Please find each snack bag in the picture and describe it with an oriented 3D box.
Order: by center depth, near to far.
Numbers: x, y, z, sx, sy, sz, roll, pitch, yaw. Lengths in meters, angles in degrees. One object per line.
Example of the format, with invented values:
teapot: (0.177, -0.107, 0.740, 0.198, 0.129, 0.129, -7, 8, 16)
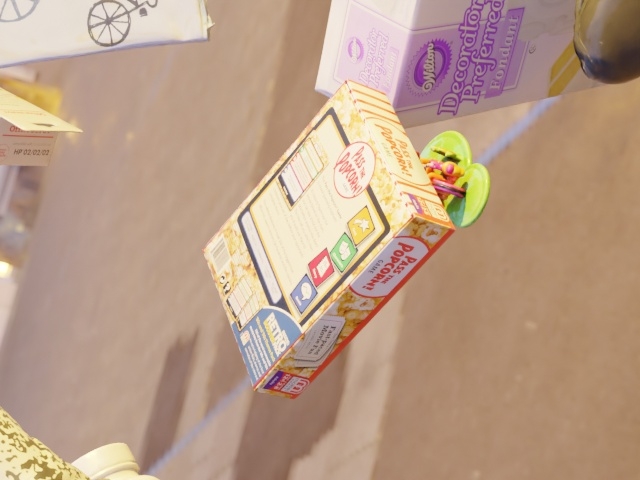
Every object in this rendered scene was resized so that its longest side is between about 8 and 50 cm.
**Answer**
snack bag: (-0.327, -0.407, 2.270, 0.037, 0.342, 0.323, -29, -68, -86)

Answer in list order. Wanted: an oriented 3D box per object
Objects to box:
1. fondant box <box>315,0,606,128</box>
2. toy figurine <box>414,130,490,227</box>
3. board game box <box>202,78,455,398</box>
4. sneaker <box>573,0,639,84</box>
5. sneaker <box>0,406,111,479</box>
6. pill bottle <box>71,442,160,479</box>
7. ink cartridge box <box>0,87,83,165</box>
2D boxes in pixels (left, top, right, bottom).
fondant box: (0.162, -0.235, 1.378, 0.096, 0.330, 0.238, 35, 125, 38)
toy figurine: (0.074, -0.074, 1.819, 0.173, 0.159, 0.130, 24, 97, 63)
board game box: (0.000, 0.000, 1.248, 0.193, 0.045, 0.147, -48, 46, 28)
sneaker: (0.317, -0.213, 1.287, 0.286, 0.109, 0.130, -38, 32, -12)
sneaker: (-0.280, 0.209, 1.210, 0.410, 0.182, 0.158, -30, 8, 43)
pill bottle: (-0.189, 0.308, 1.718, 0.193, 0.108, 0.108, 59, 145, 21)
ink cartridge box: (-0.373, -0.132, 1.923, 0.104, 0.181, 0.062, -3, -64, -57)
